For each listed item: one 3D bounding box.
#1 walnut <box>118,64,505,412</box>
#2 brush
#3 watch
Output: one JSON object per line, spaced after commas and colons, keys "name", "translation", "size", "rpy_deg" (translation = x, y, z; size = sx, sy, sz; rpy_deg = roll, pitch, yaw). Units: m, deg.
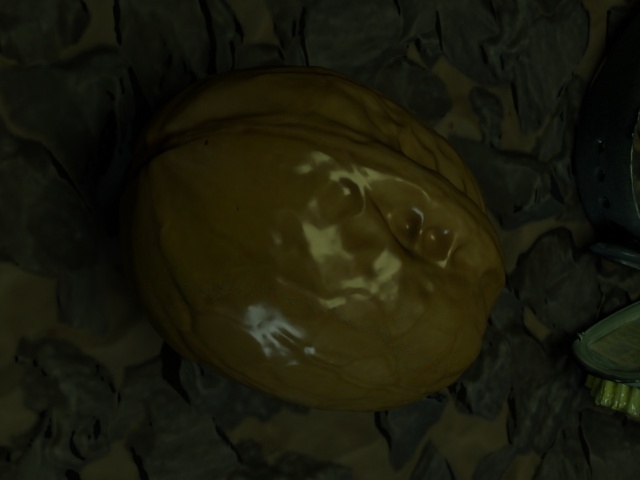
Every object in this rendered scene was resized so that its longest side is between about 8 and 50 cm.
{"name": "walnut", "translation": [0.000, 0.000, 0.627], "size": [0.207, 0.159, 0.159], "rpy_deg": [28, 79, -29]}
{"name": "brush", "translation": [0.278, 0.057, 0.891], "size": [0.297, 0.068, 0.060], "rpy_deg": [-21, 127, -34]}
{"name": "watch", "translation": [0.262, -0.063, 0.859], "size": [0.206, 0.068, 0.192], "rpy_deg": [17, 89, -32]}
